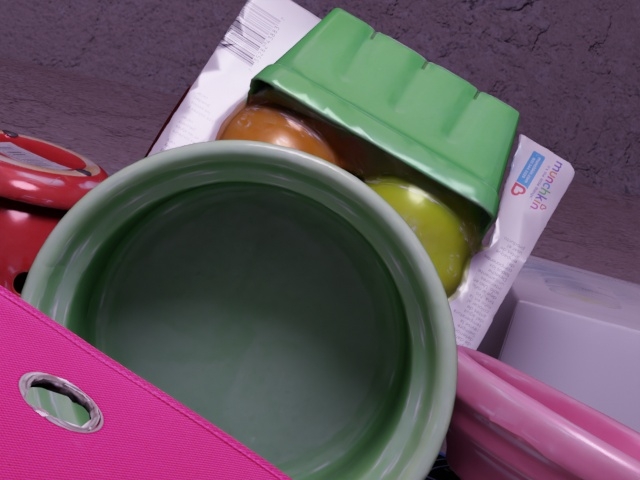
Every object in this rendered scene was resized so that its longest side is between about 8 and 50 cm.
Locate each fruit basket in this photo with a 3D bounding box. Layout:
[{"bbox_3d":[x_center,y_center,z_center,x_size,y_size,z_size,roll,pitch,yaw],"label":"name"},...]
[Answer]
[{"bbox_3d":[0.000,0.000,1.506,0.327,0.353,0.165,29,-12,3],"label":"fruit basket"}]

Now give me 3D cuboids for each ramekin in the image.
[{"bbox_3d":[-0.056,0.078,1.263,0.303,0.303,0.148,16,6,1],"label":"ramekin"}]

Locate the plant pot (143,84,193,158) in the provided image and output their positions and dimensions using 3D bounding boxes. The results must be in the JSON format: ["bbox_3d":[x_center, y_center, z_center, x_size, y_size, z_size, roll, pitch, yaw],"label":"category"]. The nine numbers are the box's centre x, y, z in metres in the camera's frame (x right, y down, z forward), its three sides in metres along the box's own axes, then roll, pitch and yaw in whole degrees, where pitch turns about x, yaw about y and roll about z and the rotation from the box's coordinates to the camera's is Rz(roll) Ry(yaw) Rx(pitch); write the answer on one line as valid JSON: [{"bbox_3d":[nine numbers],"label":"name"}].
[{"bbox_3d":[-0.061,-0.005,1.716,0.267,0.236,0.267,12,14,-15],"label":"plant pot"}]

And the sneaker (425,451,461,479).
[{"bbox_3d":[0.062,0.193,1.379,0.232,0.081,0.090,19,6,5],"label":"sneaker"}]

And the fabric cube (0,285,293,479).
[{"bbox_3d":[-0.174,0.178,0.646,0.254,0.259,0.258,32,15,1],"label":"fabric cube"}]

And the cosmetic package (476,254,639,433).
[{"bbox_3d":[0.276,0.118,1.831,0.224,0.138,0.225,15,14,-5],"label":"cosmetic package"}]

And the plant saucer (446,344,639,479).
[{"bbox_3d":[0.221,0.189,1.304,0.332,0.084,0.332,29,3,-2],"label":"plant saucer"}]

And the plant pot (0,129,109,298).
[{"bbox_3d":[-0.277,0.001,1.574,0.191,0.174,0.191,17,11,-3],"label":"plant pot"}]
